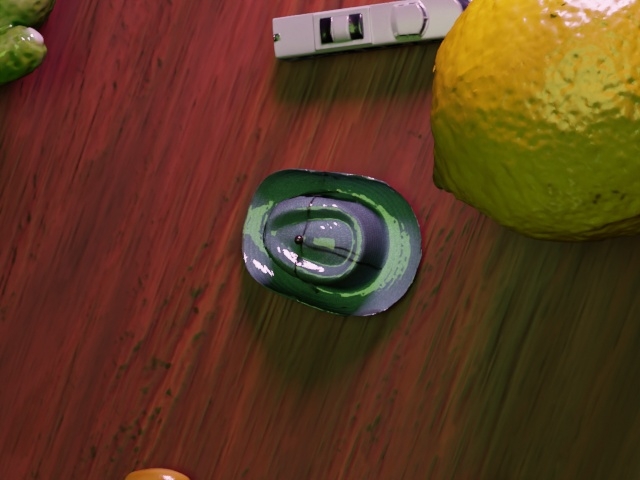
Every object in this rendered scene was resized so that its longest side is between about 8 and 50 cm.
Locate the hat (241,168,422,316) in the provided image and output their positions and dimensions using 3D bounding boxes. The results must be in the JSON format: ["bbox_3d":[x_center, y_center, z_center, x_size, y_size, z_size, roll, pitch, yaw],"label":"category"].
[{"bbox_3d":[0.000,0.000,1.905,0.191,0.078,0.138,11,94,19],"label":"hat"}]

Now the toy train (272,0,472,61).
[{"bbox_3d":[0.055,-0.208,1.911,0.207,0.047,0.043,-5,88,20],"label":"toy train"}]

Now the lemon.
[{"bbox_3d":[0.236,-0.126,1.735,0.322,0.268,0.268,-41,76,16],"label":"lemon"}]

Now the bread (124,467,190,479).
[{"bbox_3d":[-0.170,0.286,1.966,0.082,0.056,0.115,7,91,18],"label":"bread"}]

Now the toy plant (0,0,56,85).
[{"bbox_3d":[-0.406,-0.200,2.012,0.316,0.184,0.224,-42,58,3],"label":"toy plant"}]
